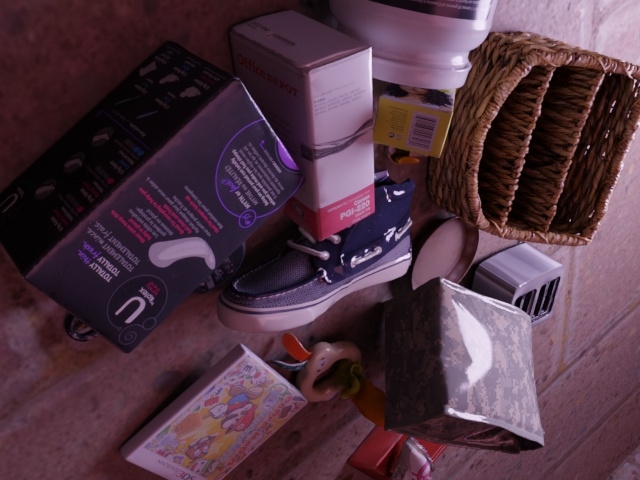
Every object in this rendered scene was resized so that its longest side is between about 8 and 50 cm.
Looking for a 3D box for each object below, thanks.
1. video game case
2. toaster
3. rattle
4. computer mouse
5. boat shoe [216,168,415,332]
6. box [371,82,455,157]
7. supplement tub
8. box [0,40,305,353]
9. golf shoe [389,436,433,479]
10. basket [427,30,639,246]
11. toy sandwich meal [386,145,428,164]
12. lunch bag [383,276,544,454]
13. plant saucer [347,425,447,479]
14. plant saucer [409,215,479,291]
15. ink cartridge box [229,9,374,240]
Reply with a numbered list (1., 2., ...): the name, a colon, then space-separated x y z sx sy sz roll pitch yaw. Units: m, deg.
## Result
1. video game case: -0.149 0.275 1.074 0.227 0.026 0.206 -42 139 -3
2. toaster: 0.376 0.099 1.406 0.168 0.110 0.185 -19 129 -35
3. rattle: 0.019 0.231 1.143 0.130 0.142 0.199 -28 148 7
4. computer mouse: -0.202 0.050 0.889 0.242 0.041 0.071 -26 124 -19
5. boat shoe: 0.000 0.000 0.988 0.341 0.127 0.158 -22 124 -42
6. box: 0.123 -0.170 0.901 0.232 0.088 0.058 -65 168 -65
7. supplement tub: 0.115 -0.325 0.800 0.191 0.191 0.272 -11 124 -39
8. box: -0.179 -0.047 0.752 0.270 0.143 0.165 -45 137 -9
9. golf shoe: 0.178 0.466 1.435 0.086 0.067 0.186 -31 135 -23
10. basket: 0.318 -0.149 1.093 0.214 0.223 0.299 -11 125 -39
11. toy sandwich meal: 0.135 -0.145 1.068 0.086 0.029 0.085 -24 131 -30
12. lunch bag: 0.254 0.221 1.212 0.287 0.235 0.169 21 146 -30
13. plant saucer: 0.204 0.412 1.511 0.259 0.048 0.258 -48 139 -5
14. plant saucer: 0.213 0.026 1.263 0.169 0.029 0.168 -25 133 -30
15. ink cartridge box: -0.019 -0.135 0.831 0.092 0.159 0.217 -28 133 -24
